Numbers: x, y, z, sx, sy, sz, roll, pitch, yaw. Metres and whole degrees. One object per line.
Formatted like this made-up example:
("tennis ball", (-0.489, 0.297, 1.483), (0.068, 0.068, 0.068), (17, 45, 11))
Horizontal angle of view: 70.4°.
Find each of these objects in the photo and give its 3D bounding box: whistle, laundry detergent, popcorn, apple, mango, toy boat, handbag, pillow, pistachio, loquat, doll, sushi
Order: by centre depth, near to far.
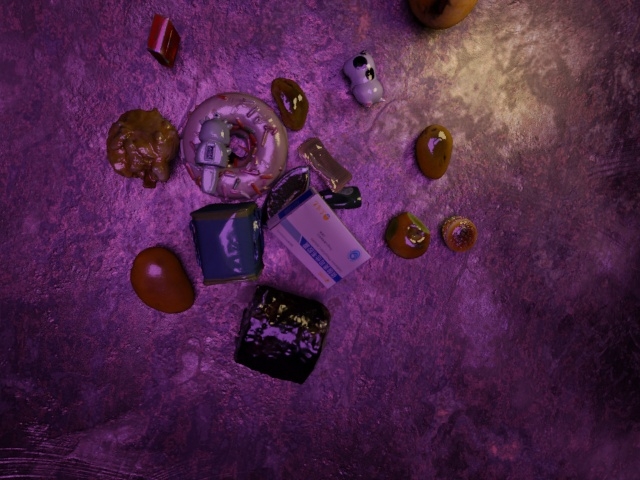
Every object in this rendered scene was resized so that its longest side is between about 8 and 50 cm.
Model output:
("whistle", (-0.333, -0.271, 1.409), (0.101, 0.105, 0.254), (6, 90, 25))
("popcorn", (-0.566, -0.296, 1.480), (0.232, 0.192, 0.266), (-21, 80, -6))
("handbag", (-0.300, 0.001, 1.499), (0.222, 0.263, 0.241), (-5, 100, 1))
("loquat", (0.407, -0.824, 1.506), (0.234, 0.235, 0.236), (-1, 96, -6))
("sushi", (-0.129, 0.315, 1.537), (0.293, 0.299, 0.282), (23, 94, -7))
("pistachio", (-0.099, -0.473, 1.554), (0.110, 0.100, 0.190), (-23, 98, -11))
("mango", (-0.547, 0.145, 1.555), (0.175, 0.139, 0.255), (-22, 104, 0))
("toy boat", (-0.121, -0.149, 1.569), (0.114, 0.115, 0.262), (37, 82, -3))
("doll", (0.151, -0.554, 1.571), (0.110, 0.106, 0.181), (-26, 105, -24))
("pillow", (0.014, -0.266, 1.585), (0.211, 0.034, 0.135), (47, 52, -4))
("laundry detergent", (0.035, -0.141, 1.588), (0.210, 0.137, 0.063), (-6, 118, -2))
("apple", (0.319, -0.014, 1.624), (0.146, 0.147, 0.163), (23, 92, -9))
("mango", (0.411, -0.315, 1.628), (0.137, 0.098, 0.196), (-14, 102, -8))

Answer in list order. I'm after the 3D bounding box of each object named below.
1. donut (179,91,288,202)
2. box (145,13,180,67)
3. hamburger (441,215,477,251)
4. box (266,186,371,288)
("donut", (-0.292, -0.315, 1.531), (0.381, 0.142, 0.384), (-1, 96, -5))
("box", (-0.500, -0.635, 1.455), (0.048, 0.175, 0.113), (17, 95, -7))
("hamburger", (0.512, -0.025, 1.676), (0.126, 0.081, 0.141), (-22, 99, -3))
("box", (0.000, 0.000, 1.553), (0.200, 0.065, 0.343), (-37, 124, 8))
